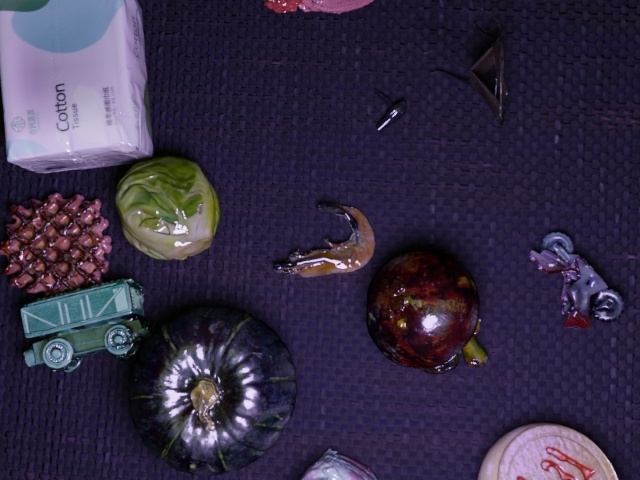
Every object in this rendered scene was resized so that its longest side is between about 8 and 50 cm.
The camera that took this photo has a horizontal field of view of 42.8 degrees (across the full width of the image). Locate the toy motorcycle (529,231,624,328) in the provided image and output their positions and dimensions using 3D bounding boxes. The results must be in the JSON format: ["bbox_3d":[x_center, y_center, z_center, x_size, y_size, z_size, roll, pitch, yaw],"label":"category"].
[{"bbox_3d":[0.494,0.088,1.617,0.122,0.082,0.213,-35,72,-4],"label":"toy motorcycle"}]

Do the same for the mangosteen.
[{"bbox_3d":[0.219,0.150,1.579,0.289,0.231,0.231,36,87,-35],"label":"mangosteen"}]

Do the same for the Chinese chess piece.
[{"bbox_3d":[0.425,0.478,1.525,0.270,0.112,0.270,5,64,-11],"label":"Chinese chess piece"}]

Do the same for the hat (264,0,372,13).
[{"bbox_3d":[-0.009,-0.554,1.685,0.286,0.107,0.236,-39,83,-25],"label":"hat"}]

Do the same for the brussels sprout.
[{"bbox_3d":[-0.303,-0.066,1.641,0.223,0.161,0.223,5,75,-17],"label":"brussels sprout"}]

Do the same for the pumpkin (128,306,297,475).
[{"bbox_3d":[-0.204,0.282,1.555,0.323,0.241,0.323,-1,79,4],"label":"pumpkin"}]

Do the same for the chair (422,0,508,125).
[{"bbox_3d":[0.326,-0.341,1.622,0.149,0.174,0.213,-43,73,3],"label":"chair"}]

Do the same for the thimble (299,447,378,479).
[{"bbox_3d":[0.035,0.513,1.569,0.185,0.149,0.210,-18,84,4],"label":"thimble"}]

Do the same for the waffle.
[{"bbox_3d":[-0.551,0.010,1.696,0.234,0.055,0.221,-5,82,-1],"label":"waffle"}]

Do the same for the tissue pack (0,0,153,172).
[{"bbox_3d":[-0.492,-0.331,1.651,0.266,0.194,0.356,-7,85,2],"label":"tissue pack"}]

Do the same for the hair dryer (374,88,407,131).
[{"bbox_3d":[0.130,-0.277,1.699,0.079,0.031,0.083,-42,70,8],"label":"hair dryer"}]

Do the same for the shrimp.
[{"bbox_3d":[0.000,0.000,1.666,0.219,0.046,0.152,-13,85,-2],"label":"shrimp"}]

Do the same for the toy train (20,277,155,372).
[{"bbox_3d":[-0.469,0.177,1.649,0.270,0.115,0.154,-14,76,2],"label":"toy train"}]
